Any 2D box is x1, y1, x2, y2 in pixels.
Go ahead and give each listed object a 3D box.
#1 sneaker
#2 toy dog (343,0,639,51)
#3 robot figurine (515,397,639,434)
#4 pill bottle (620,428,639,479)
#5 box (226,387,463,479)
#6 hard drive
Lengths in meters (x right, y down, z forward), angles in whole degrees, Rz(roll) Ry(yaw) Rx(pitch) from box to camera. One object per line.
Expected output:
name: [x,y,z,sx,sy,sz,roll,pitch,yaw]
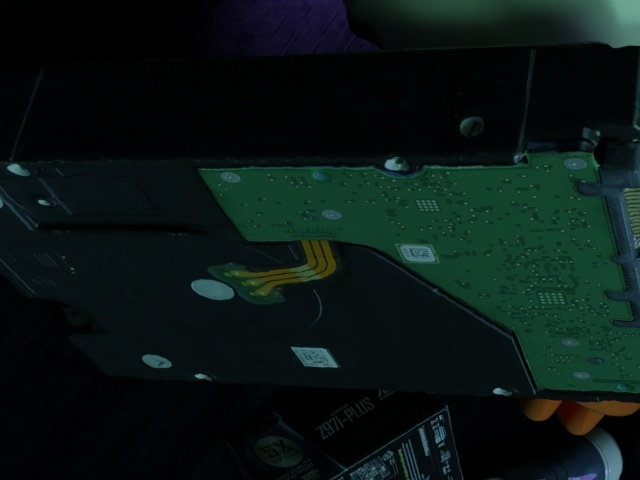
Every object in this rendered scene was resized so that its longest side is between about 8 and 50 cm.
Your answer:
sneaker: [0.176,0.280,1.220,0.163,0.086,0.226,-19,133,-34]
toy dog: [0.144,-0.232,0.584,0.395,0.284,0.408,-18,142,-52]
robot figurine: [0.226,0.042,0.999,0.219,0.158,0.128,-57,172,22]
pill bottle: [0.379,0.212,1.266,0.162,0.162,0.278,-6,131,-36]
box: [0.027,0.184,1.017,0.147,0.077,0.180,-31,141,-11]
hard drive: [0.000,0.000,0.652,0.338,0.064,0.237,1,150,22]
